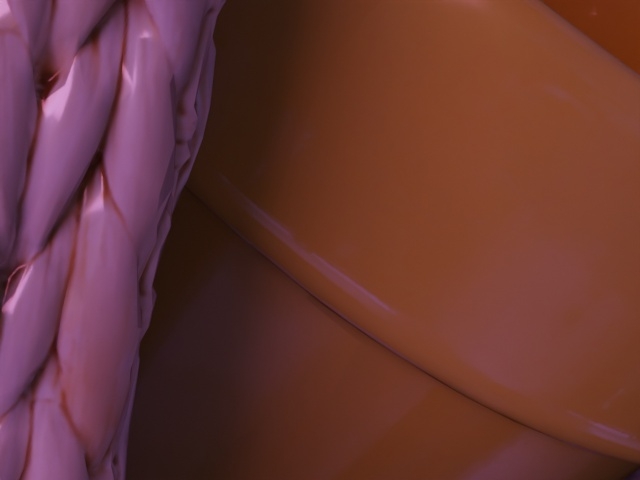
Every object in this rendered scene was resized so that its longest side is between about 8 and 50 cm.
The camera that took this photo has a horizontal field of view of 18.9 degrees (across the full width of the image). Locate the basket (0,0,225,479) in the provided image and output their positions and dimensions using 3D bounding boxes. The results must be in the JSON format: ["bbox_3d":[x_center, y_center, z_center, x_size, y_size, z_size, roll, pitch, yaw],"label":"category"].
[{"bbox_3d":[-0.214,0.000,0.417,0.328,0.266,0.331,35,116,58],"label":"basket"}]

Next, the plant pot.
[{"bbox_3d":[0.000,0.000,0.533,0.254,0.254,0.239,49,114,26],"label":"plant pot"}]
